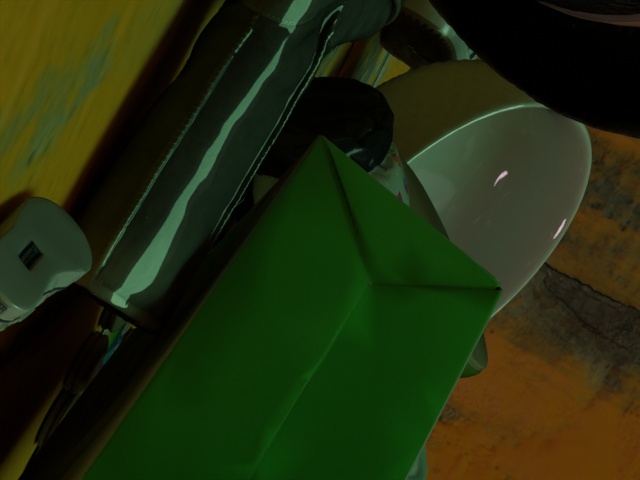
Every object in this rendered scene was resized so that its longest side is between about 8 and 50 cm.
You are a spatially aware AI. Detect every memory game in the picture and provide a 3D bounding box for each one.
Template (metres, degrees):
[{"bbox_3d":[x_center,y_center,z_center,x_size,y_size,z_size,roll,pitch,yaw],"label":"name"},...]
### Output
[{"bbox_3d":[-0.124,0.070,1.126,0.186,0.012,0.186,-61,177,-5],"label":"memory game"}]

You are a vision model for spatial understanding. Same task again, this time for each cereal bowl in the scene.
[{"bbox_3d":[0.076,-0.034,1.732,0.339,0.141,0.339,-29,149,-20],"label":"cereal bowl"}]

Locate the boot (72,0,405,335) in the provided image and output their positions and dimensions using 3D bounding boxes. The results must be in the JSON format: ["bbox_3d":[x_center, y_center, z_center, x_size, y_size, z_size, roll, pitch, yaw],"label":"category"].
[{"bbox_3d":[-0.038,-0.054,0.879,0.209,0.076,0.189,-68,165,-4],"label":"boot"}]

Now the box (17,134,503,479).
[{"bbox_3d":[-0.060,0.119,0.902,0.231,0.127,0.262,-43,-170,44],"label":"box"}]

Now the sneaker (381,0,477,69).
[{"bbox_3d":[0.135,-0.241,1.847,0.153,0.099,0.282,-60,174,-3],"label":"sneaker"}]

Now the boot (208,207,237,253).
[{"bbox_3d":[-0.063,0.071,1.406,0.262,0.095,0.203,98,18,-60],"label":"boot"}]

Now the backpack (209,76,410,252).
[{"bbox_3d":[0.000,0.000,1.222,0.152,0.115,0.182,-46,140,-61],"label":"backpack"}]

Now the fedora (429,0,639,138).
[{"bbox_3d":[0.089,-0.187,0.589,0.152,0.334,0.334,-12,139,-44],"label":"fedora"}]

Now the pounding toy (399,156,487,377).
[{"bbox_3d":[0.036,0.021,1.493,0.110,0.237,0.183,-23,-138,12],"label":"pounding toy"}]

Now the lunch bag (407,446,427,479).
[{"bbox_3d":[-0.027,0.170,1.591,0.223,0.160,0.262,36,80,-51],"label":"lunch bag"}]

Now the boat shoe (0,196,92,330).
[{"bbox_3d":[-0.111,0.013,0.684,0.035,0.035,0.100,-34,-171,16],"label":"boat shoe"}]
